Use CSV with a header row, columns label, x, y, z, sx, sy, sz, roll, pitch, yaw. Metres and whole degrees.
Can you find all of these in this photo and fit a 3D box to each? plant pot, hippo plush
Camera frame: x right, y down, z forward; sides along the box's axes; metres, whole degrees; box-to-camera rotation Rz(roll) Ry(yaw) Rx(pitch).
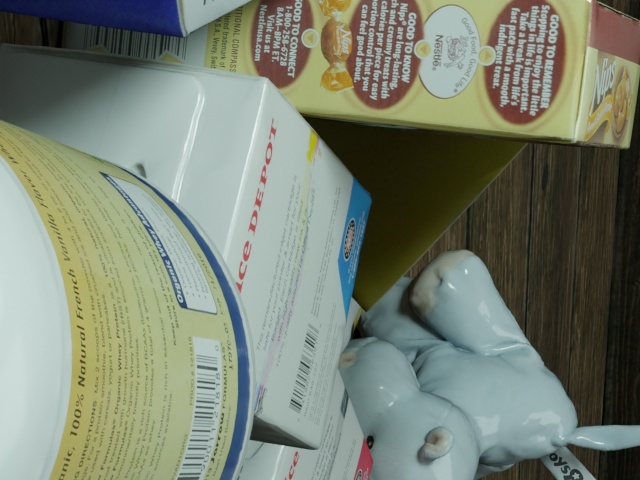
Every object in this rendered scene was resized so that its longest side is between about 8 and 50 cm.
label,x,y,z,sx,sy,sz,roll,pitch,yaw
plant pot,0.049,-0.116,1.324,0.212,0.187,0.212,-49,-177,29
hippo plush,0.091,0.178,1.650,0.236,0.294,0.234,-30,161,-44

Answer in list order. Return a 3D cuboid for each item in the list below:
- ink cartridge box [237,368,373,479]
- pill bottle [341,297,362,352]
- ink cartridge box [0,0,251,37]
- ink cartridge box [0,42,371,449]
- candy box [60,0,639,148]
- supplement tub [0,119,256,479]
label,x,y,z,sx,sy,sz,roll,pitch,yaw
ink cartridge box,-0.044,0.186,1.408,0.237,0.100,0.172,70,34,-58
pill bottle,0.000,0.000,1.448,0.103,0.103,0.184,79,27,-46
ink cartridge box,-0.103,-0.164,0.959,0.333,0.165,0.065,-39,136,-63
ink cartridge box,-0.091,0.010,1.072,0.232,0.168,0.171,46,55,-68
candy box,0.023,-0.114,1.120,0.183,0.316,0.087,-7,105,-71
supplement tub,-0.176,0.054,0.739,0.316,0.228,0.228,23,77,-72
